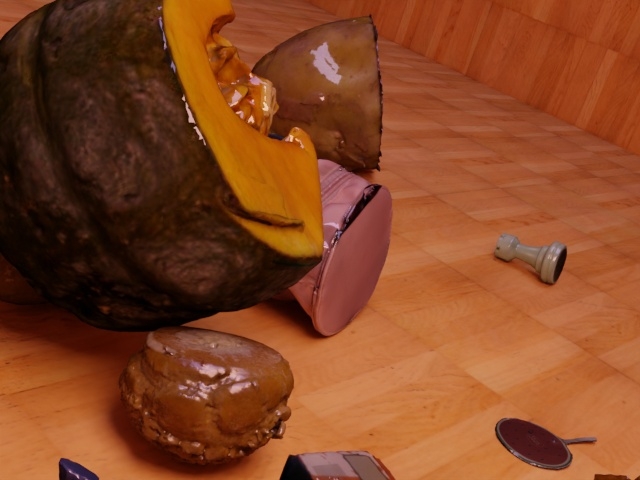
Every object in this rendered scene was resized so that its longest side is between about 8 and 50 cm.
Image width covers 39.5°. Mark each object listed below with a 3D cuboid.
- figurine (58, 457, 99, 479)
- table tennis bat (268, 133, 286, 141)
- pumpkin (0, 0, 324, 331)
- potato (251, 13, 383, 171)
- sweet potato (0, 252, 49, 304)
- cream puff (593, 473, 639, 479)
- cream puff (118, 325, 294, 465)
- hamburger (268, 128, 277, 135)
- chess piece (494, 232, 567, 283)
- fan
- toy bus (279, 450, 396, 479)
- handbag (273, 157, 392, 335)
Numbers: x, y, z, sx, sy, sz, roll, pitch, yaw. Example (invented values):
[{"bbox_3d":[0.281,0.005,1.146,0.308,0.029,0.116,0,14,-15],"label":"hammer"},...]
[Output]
[{"bbox_3d":[-0.185,0.205,0.481,0.102,0.111,0.195,50,31,17],"label":"figurine"},{"bbox_3d":[-0.123,-0.091,1.043,0.150,0.027,0.236,-32,31,-22],"label":"table tennis bat"},{"bbox_3d":[-0.148,-0.073,0.774,0.303,0.225,0.256,55,28,-17],"label":"pumpkin"},{"bbox_3d":[-0.018,-0.254,1.585,0.237,0.301,0.289,-3,-11,0],"label":"potato"},{"bbox_3d":[-0.237,-0.018,0.954,0.130,0.131,0.422,24,19,13],"label":"sweet potato"},{"bbox_3d":[0.249,0.272,0.632,0.241,0.155,0.269,20,28,17],"label":"cream puff"},{"bbox_3d":[-0.096,0.131,0.741,0.143,0.103,0.126,14,9,-13],"label":"cream puff"},{"bbox_3d":[-0.173,-0.130,1.266,0.211,0.133,0.308,30,22,32],"label":"hamburger"},{"bbox_3d":[0.330,0.023,1.410,0.103,0.067,0.067,19,20,27],"label":"chess piece"},{"bbox_3d":[0.245,0.214,0.950,0.133,0.005,0.085,5,25,-29],"label":"fan"},{"bbox_3d":[0.088,0.286,0.535,0.092,0.093,0.409,4,27,-35],"label":"toy bus"},{"bbox_3d":[-0.001,0.000,1.035,0.116,0.179,0.205,18,40,21],"label":"handbag"}]
